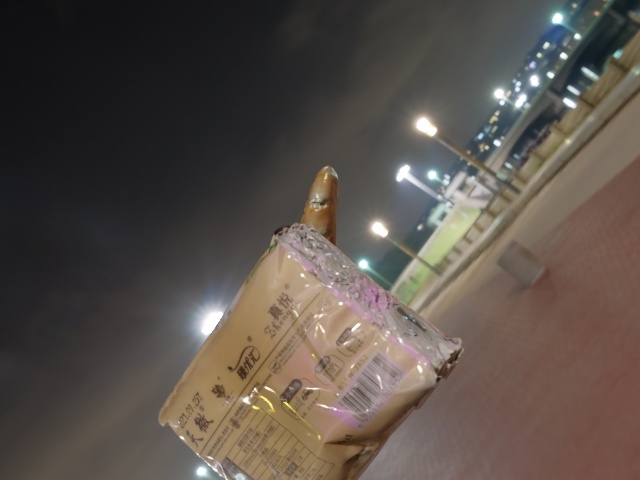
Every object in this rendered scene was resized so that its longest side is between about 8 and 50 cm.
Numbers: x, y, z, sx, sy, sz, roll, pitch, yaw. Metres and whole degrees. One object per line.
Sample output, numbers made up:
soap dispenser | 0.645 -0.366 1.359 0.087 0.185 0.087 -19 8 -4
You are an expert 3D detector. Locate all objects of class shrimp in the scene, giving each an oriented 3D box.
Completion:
shrimp | 0.001 0.000 1.105 0.267 0.061 0.145 85 -171 -46

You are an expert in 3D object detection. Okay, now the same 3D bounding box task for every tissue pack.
tissue pack | -0.018 0.146 0.727 0.256 0.215 0.123 -55 -10 20
